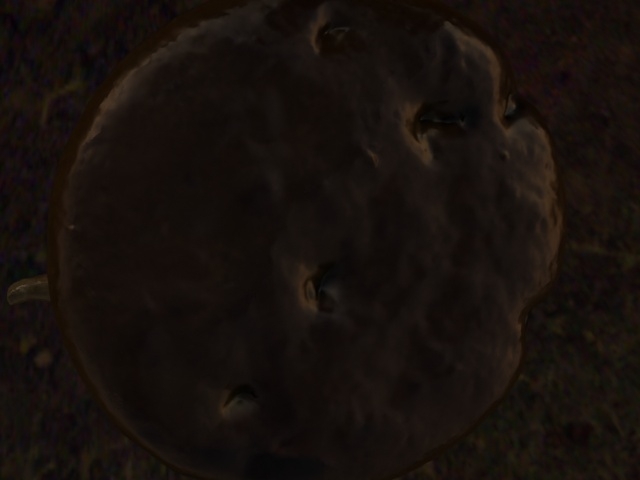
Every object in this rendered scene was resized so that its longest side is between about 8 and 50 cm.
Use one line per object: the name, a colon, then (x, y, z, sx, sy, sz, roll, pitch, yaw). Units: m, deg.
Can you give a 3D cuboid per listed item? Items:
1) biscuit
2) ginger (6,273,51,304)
biscuit: (0.000, 0.000, 0.559, 0.212, 0.036, 0.212, -3, 99, -21)
ginger: (-0.229, 0.042, 1.294, 0.097, 0.030, 0.048, -13, 139, -4)
